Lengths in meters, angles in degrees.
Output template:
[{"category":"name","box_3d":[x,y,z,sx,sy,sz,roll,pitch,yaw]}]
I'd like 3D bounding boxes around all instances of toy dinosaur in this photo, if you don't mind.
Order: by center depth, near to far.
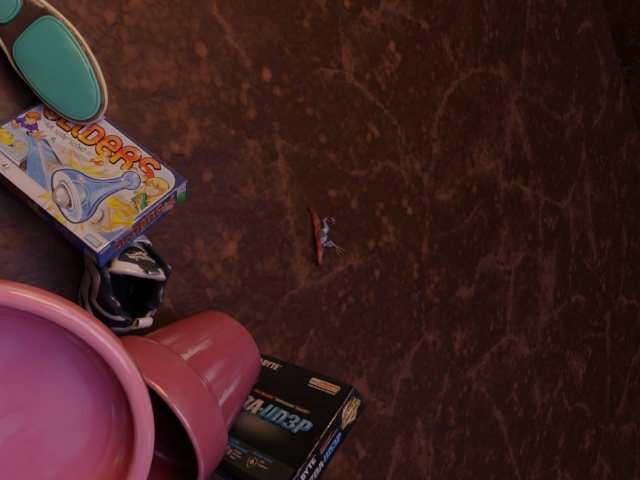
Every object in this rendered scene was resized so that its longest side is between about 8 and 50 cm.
[{"category":"toy dinosaur","box_3d":[0.000,0.000,1.004,0.090,0.047,0.082,27,78,-5]}]

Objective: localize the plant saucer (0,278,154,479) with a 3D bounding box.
[{"category":"plant saucer","box_3d":[-0.337,0.191,0.571,0.332,0.084,0.332,-4,104,-15]}]

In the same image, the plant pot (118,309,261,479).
[{"category":"plant pot","box_3d":[-0.176,0.187,0.733,0.180,0.201,0.201,-40,116,-52]}]

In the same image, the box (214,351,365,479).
[{"category":"box","box_3d":[-0.074,0.252,0.795,0.175,0.220,0.051,-49,130,-31]}]

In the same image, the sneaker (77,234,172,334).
[{"category":"sneaker","box_3d":[-0.236,0.001,0.692,0.094,0.153,0.235,4,87,-44]}]

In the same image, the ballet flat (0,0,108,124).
[{"category":"ballet flat","box_3d":[-0.331,-0.244,0.652,0.086,0.086,0.248,-49,114,-32]}]

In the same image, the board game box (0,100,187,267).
[{"category":"board game box","box_3d":[-0.273,-0.078,0.657,0.201,0.035,0.136,36,56,9]}]
